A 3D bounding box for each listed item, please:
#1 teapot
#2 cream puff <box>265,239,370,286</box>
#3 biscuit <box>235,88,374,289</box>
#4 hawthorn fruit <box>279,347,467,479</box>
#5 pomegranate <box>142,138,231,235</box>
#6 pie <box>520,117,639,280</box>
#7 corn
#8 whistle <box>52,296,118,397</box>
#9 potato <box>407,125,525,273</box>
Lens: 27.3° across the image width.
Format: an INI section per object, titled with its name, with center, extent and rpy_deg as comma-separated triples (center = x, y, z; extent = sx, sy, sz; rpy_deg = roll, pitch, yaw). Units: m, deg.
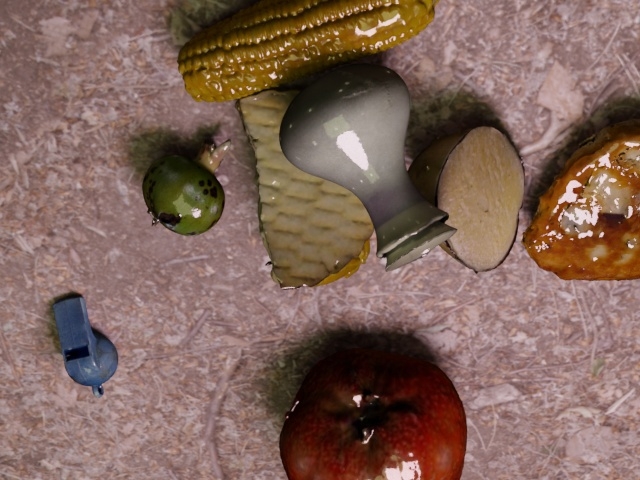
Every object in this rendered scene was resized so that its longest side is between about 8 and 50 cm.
[teapot]
center = 0.066, -0.092, 1.676
extent = 0.183, 0.183, 0.251
rpy_deg = -33, 80, 23
[cream puff]
center = 0.001, 0.000, 1.860
extent = 0.156, 0.121, 0.156
rpy_deg = -1, 120, -1
[biscuit]
center = -0.006, -0.076, 1.786
extent = 0.187, 0.036, 0.273
rpy_deg = -9, 88, -15
[hawthorn fruit]
center = 0.094, 0.339, 2.018
extent = 0.285, 0.284, 0.369
rpy_deg = -10, 133, 9
[pomegranate]
center = -0.178, -0.080, 1.824
extent = 0.122, 0.122, 0.161
rpy_deg = 35, 93, -20
[pie]
center = 0.437, -0.052, 1.827
extent = 0.308, 0.085, 0.308
rpy_deg = -2, 126, -2
[corn]
center = -0.014, -0.266, 1.676
extent = 0.363, 0.120, 0.120
rpy_deg = -20, 122, 17
[whistle]
center = -0.357, 0.165, 2.028
extent = 0.090, 0.090, 0.158
rpy_deg = -14, 84, 12
[potato]
center = 0.183, -0.062, 1.810
extent = 0.117, 0.182, 0.202
rpy_deg = 10, 151, 43
